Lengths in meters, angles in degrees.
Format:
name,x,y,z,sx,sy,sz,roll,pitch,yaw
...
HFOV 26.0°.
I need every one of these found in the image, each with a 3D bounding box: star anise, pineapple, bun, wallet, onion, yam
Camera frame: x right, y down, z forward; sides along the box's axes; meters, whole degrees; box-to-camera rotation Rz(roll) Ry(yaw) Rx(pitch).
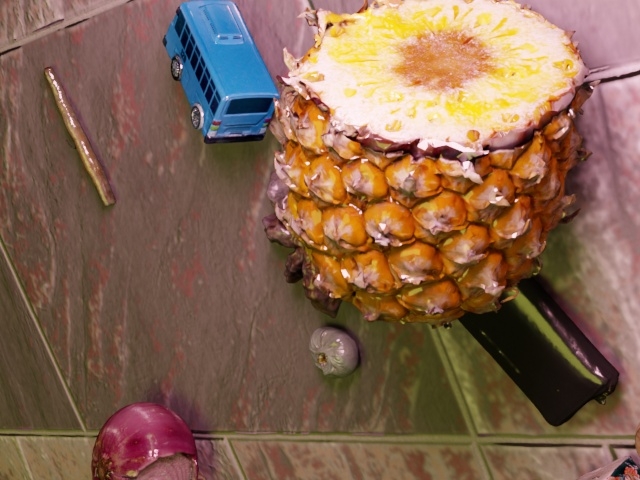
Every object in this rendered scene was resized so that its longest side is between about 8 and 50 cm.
name,x,y,z,sx,sy,sz,roll,pitch,yaw
star anise,-0.001,0.014,1.834,0.212,0.073,0.197,14,121,44
pineapple,0.115,-0.087,1.464,0.352,0.352,0.300,36,145,26
bun,0.016,0.158,1.929,0.083,0.045,0.083,23,124,38
wallet,0.243,0.113,1.665,0.250,0.044,0.149,50,144,10
onion,-0.299,0.365,2.300,0.200,0.200,0.207,31,146,30
yam,-0.378,-0.160,2.153,0.029,0.027,0.234,-23,98,15

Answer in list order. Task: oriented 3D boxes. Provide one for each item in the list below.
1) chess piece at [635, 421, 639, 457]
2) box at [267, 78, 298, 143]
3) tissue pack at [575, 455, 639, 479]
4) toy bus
name,x,y,z,sx,sy,sz,roll,pitch,yaw
chess piece,0.400,0.232,1.580,0.083,0.038,0.084,25,128,36
box,-0.025,-0.170,1.749,0.045,0.062,0.098,50,139,13
tissue pack,0.367,0.355,1.651,0.170,0.090,0.103,58,141,4
toy bus,-0.127,-0.220,1.762,0.185,0.090,0.106,65,146,30
